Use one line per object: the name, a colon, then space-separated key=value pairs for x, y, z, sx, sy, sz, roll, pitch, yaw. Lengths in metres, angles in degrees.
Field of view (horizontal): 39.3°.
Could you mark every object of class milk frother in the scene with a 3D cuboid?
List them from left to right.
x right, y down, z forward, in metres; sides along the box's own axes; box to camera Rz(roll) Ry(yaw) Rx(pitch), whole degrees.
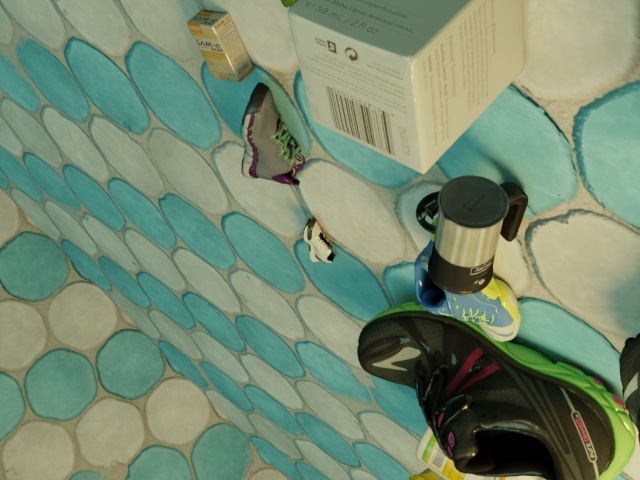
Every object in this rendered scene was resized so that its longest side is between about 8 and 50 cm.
milk frother: x=0.169 y=-0.032 z=1.117 sx=0.143 sy=0.129 sz=0.134 roll=34 pitch=148 yaw=24

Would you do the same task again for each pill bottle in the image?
pill bottle: x=0.305 y=0.400 z=1.595 sx=0.246 sy=0.136 sz=0.136 roll=32 pitch=153 yaw=24

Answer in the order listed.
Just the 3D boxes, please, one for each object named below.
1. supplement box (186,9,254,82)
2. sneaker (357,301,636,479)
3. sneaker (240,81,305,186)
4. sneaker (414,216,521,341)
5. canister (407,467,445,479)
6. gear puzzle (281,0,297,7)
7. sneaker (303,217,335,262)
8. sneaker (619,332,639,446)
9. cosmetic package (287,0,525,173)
supplement box: x=-0.145 y=-0.280 z=1.298 sx=0.062 sy=0.036 sz=0.098 roll=18 pitch=146 yaw=42
sneaker: x=0.228 y=0.242 z=1.375 sx=0.483 sy=0.202 sz=0.185 roll=20 pitch=147 yaw=41
sneaker: x=-0.064 y=-0.157 z=1.358 sx=0.098 sy=0.083 sz=0.223 roll=19 pitch=157 yaw=4
sneaker: x=0.193 y=0.079 z=1.256 sx=0.091 sy=0.126 sz=0.240 roll=10 pitch=139 yaw=51
canister: x=0.262 y=0.458 z=1.692 sx=0.126 sy=0.170 sz=0.073 roll=32 pitch=139 yaw=42
gear puzzle: x=0.000 y=-0.284 z=1.060 sx=0.175 sy=0.044 sz=0.339 roll=5 pitch=136 yaw=54
sneaker: x=0.000 y=0.000 z=1.542 sx=0.044 sy=0.040 sz=0.109 roll=12 pitch=148 yaw=22
sneaker: x=0.409 y=0.127 z=1.024 sx=0.135 sy=0.098 sz=0.276 roll=-108 pitch=17 yaw=-52
cosmetic package: x=0.092 y=-0.198 z=0.891 sx=0.151 sy=0.183 sz=0.151 roll=29 pitch=153 yaw=30
